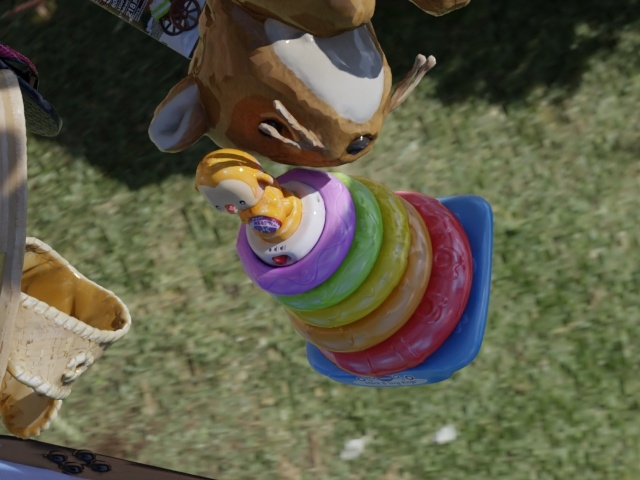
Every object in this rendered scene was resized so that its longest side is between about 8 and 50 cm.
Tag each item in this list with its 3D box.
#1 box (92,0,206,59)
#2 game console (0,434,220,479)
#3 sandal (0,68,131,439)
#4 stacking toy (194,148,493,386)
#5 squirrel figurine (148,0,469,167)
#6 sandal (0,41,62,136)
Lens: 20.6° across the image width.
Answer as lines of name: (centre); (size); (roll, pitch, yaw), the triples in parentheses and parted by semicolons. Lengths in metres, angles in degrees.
box: (-0.126, -0.310, 1.683); (0.159, 0.044, 0.233); (31, 100, 20)
game console: (-0.196, 0.246, 1.429); (0.342, 0.386, 0.060); (7, 100, 8)
sandal: (-0.122, 0.030, 0.781); (0.079, 0.240, 0.088); (-5, 40, -19)
stacking toy: (0.000, 0.000, 1.397); (0.302, 0.175, 0.165); (33, 59, -51)
squirrel figurine: (-0.058, -0.250, 1.321); (0.397, 0.370, 0.281); (34, 50, 29)
sandal: (-0.282, -0.155, 1.522); (0.179, 0.067, 0.040); (46, 56, -33)
